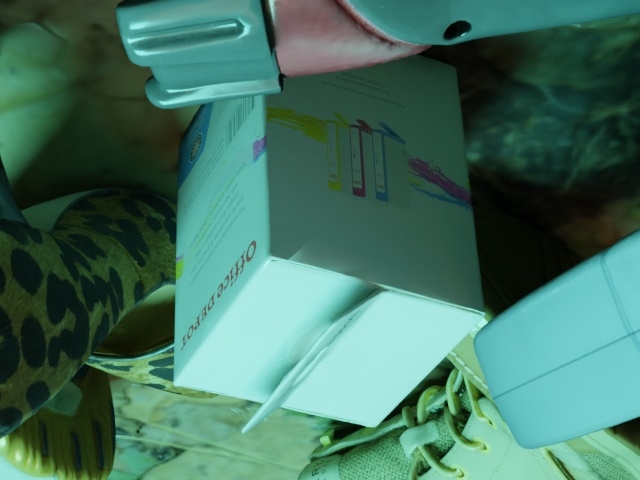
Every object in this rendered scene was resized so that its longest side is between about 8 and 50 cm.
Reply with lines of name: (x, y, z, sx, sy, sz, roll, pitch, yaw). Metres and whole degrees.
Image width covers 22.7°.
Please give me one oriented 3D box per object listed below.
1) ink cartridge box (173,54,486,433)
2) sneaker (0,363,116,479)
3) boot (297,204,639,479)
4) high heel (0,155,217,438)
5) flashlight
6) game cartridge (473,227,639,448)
ink cartridge box: (0.000, 0.000, 0.623, 0.090, 0.143, 0.092, 14, 140, -21)
sneaker: (-0.223, 0.058, 0.713, 0.131, 0.112, 0.296, -21, 139, 23)
boot: (0.064, 0.094, 0.800, 0.203, 0.095, 0.262, -23, 141, 27)
high heel: (-0.094, 0.051, 0.645, 0.093, 0.186, 0.261, -24, 139, 12)
flashlight: (0.084, -0.116, 0.521, 0.304, 0.103, 0.103, -10, -173, 3)
game cartridge: (0.156, 0.009, 0.541, 0.196, 0.060, 0.294, -26, 172, -12)
